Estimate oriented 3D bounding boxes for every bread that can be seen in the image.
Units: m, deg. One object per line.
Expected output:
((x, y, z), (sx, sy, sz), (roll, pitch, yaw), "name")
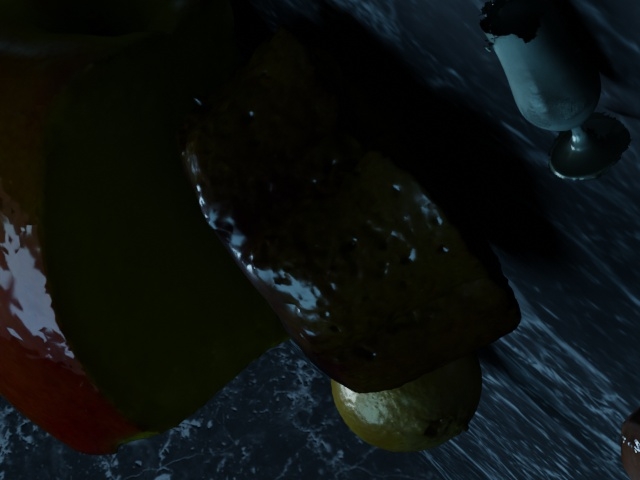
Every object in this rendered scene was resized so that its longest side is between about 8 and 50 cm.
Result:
((0.013, -0.018, 0.895), (0.232, 0.135, 0.247), (55, 180, 24), "bread")

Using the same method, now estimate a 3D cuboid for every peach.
((-0.170, -0.012, 1.078), (0.306, 0.242, 0.380), (31, 145, 47), "peach")

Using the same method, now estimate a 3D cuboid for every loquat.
((0.078, 0.124, 1.323), (0.141, 0.141, 0.141), (43, 172, 7), "loquat")

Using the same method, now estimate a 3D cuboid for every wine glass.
((0.093, -0.065, 0.601), (0.039, 0.042, 0.083), (-12, 132, 33), "wine glass")

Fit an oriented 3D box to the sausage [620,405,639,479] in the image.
((0.248, 0.166, 0.905), (0.194, 0.077, 0.077), (48, 171, -25), "sausage")
